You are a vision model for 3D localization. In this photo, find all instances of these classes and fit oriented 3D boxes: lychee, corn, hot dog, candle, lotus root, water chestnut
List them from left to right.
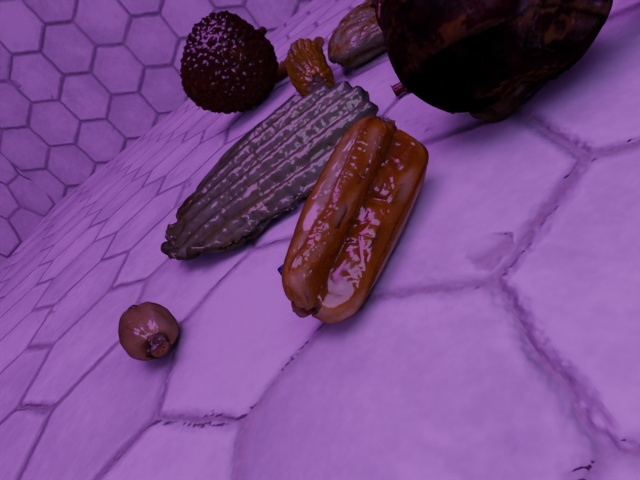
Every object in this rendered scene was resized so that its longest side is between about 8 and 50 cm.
[{"bbox_3d":[-0.223,0.117,0.616,0.073,0.062,0.150,-26,23,-25],"label":"lotus root"},{"bbox_3d":[-0.256,-0.498,1.342,0.304,0.276,0.276,-52,29,-9],"label":"lychee"},{"bbox_3d":[-0.029,-0.386,1.082,0.102,0.102,0.312,-32,30,15],"label":"corn"},{"bbox_3d":[0.037,-0.030,0.482,0.249,0.102,0.076,-64,6,-25],"label":"hot dog"},{"bbox_3d":[0.187,-0.270,0.727,0.168,0.021,0.026,-26,57,22],"label":"candle"},{"bbox_3d":[0.174,-0.256,0.501,0.224,0.237,0.223,-17,-12,-4],"label":"water chestnut"}]

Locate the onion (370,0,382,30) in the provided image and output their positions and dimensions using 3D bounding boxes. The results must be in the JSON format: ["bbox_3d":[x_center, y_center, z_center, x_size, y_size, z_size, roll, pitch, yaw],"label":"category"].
[{"bbox_3d":[0.171,-0.353,0.750,0.184,0.184,0.146,-1,88,50],"label":"onion"}]

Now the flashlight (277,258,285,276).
[{"bbox_3d":[0.000,0.000,0.541,0.121,0.035,0.057,-39,31,1],"label":"flashlight"}]

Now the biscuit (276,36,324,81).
[{"bbox_3d":[-0.093,-0.549,1.471,0.225,0.033,0.144,-24,31,29],"label":"biscuit"}]

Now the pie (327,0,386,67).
[{"bbox_3d":[0.120,-0.460,1.019,0.248,0.090,0.200,-32,39,15],"label":"pie"}]

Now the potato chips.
[{"bbox_3d":[-0.099,-0.123,0.820,0.429,0.070,0.358,-37,30,7],"label":"potato chips"}]
